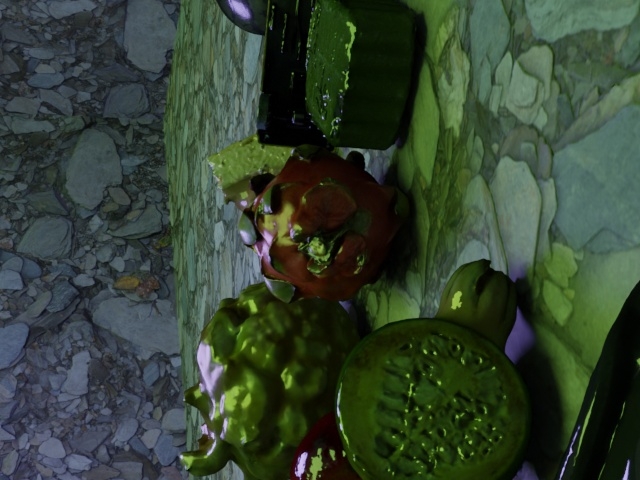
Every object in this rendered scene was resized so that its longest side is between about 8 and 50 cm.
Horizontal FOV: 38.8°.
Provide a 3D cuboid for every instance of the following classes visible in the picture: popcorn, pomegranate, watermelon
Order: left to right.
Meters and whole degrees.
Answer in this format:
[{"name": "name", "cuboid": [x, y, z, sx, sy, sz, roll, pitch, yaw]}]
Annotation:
[{"name": "watermelon", "cuboid": [-0.087, -0.458, 1.555, 0.212, 0.212, 0.212, 180, 90, -74]}, {"name": "popcorn", "cuboid": [-0.063, 0.228, 1.394, 0.279, 0.274, 0.335, -13, 85, 45]}, {"name": "pomegranate", "cuboid": [0.112, 0.147, 0.914, 0.159, 0.190, 0.241, 54, -149, -75]}]

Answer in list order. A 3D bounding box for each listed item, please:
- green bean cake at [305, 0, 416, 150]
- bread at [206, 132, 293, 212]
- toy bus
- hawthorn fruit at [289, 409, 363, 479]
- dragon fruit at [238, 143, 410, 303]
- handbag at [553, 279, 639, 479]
[{"name": "green bean cake", "cuboid": [0.048, -0.238, 1.247, 0.214, 0.113, 0.200, -116, 30, -58]}, {"name": "bread", "cuboid": [-0.046, -0.090, 1.636, 0.211, 0.224, 0.184, 42, -157, -52]}, {"name": "toy bus", "cuboid": [-0.019, -0.312, 1.417, 0.151, 0.145, 0.331, -86, 4, -60]}, {"name": "hawthorn fruit", "cuboid": [0.043, 0.294, 1.160, 0.188, 0.169, 0.169, 93, 174, -77]}, {"name": "dragon fruit", "cuboid": [0.001, -0.020, 1.239, 0.227, 0.224, 0.224, 124, 143, -73]}, {"name": "handbag", "cuboid": [0.214, 0.169, 0.555, 0.275, 0.177, 0.302, -120, 34, -60]}]
